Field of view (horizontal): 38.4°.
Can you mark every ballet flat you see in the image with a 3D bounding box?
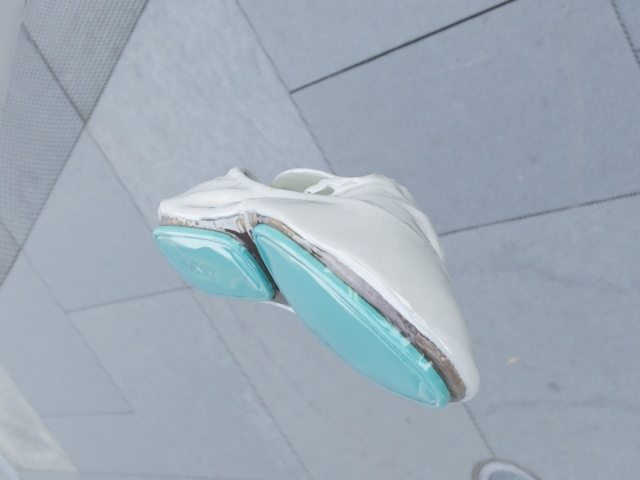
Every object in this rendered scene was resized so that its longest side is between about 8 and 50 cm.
[{"bbox_3d":[0.000,0.000,0.687,0.400,0.139,0.139,17,136,57],"label":"ballet flat"}]

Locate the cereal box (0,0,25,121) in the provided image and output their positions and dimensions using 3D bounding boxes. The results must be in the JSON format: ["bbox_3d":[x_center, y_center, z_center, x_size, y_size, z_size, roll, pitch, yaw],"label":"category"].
[{"bbox_3d":[-0.172,-0.106,0.273,0.047,0.240,0.173,15,95,16],"label":"cereal box"}]
